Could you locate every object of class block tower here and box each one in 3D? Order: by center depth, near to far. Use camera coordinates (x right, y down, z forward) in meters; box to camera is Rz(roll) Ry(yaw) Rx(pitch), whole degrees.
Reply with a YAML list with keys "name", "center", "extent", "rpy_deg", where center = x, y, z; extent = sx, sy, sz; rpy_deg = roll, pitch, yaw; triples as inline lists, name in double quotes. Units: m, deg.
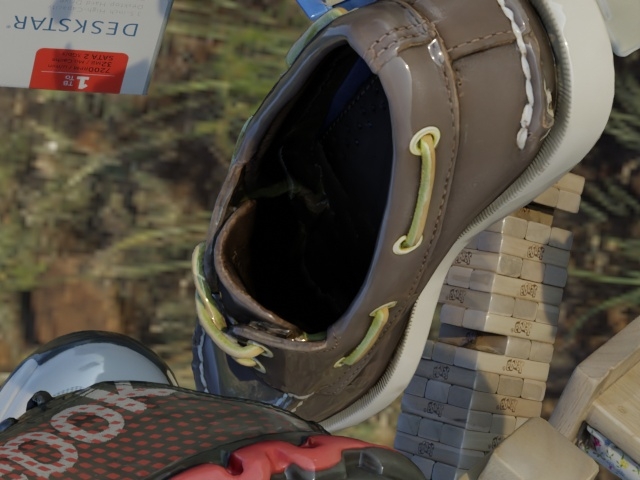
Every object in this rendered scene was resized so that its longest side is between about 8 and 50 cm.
- name: "block tower"
  center: [0.145, 0.079, 1.542]
  extent: [0.097, 0.091, 0.335]
  rpy_deg: [10, 88, 53]

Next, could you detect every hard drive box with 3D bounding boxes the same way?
- name: "hard drive box"
  center: [-0.187, -0.212, 1.209]
  extent: [0.232, 0.181, 0.089]
  rpy_deg: [113, 153, -50]

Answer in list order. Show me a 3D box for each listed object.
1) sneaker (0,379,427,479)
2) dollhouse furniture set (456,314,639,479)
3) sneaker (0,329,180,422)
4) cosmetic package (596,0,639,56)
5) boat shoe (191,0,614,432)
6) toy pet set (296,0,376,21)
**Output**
- name: "sneaker"
  center: [-0.102, 0.114, 0.611]
  extent: [0.135, 0.276, 0.097]
  rpy_deg: [30, 124, 57]
- name: "dollhouse furniture set"
  center: [0.250, 0.166, 0.797]
  extent: [0.303, 0.355, 0.173]
  rpy_deg: [40, 133, 20]
- name: "sneaker"
  center: [-0.140, 0.281, 1.037]
  extent: [0.257, 0.169, 0.447]
  rpy_deg: [-177, 96, -74]
- name: "cosmetic package"
  center: [0.128, -0.261, 0.919]
  extent: [0.129, 0.153, 0.296]
  rpy_deg: [-31, 52, 8]
- name: "boat shoe"
  center: [0.000, 0.000, 0.724]
  extent: [0.116, 0.097, 0.324]
  rpy_deg: [62, 147, 17]
- name: "toy pet set"
  center: [0.004, -0.168, 0.929]
  extent: [0.114, 0.122, 0.065]
  rpy_deg: [56, 163, 35]
